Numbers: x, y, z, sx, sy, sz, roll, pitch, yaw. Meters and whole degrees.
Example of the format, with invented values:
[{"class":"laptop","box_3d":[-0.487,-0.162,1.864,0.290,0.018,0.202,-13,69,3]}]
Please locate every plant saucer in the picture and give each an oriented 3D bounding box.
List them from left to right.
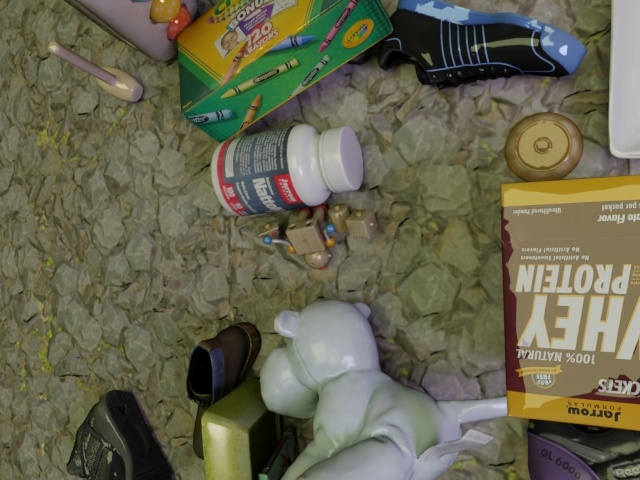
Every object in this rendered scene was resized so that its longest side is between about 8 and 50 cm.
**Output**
[{"class":"plant saucer","box_3d":[-0.086,0.285,0.620,0.045,0.188,0.188,-6,86,10]},{"class":"plant saucer","box_3d":[0.254,-0.107,0.559,0.083,0.015,0.083,0,89,24]}]

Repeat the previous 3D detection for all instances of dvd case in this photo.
[{"class":"dvd case","box_3d":[-0.048,0.308,0.626,0.013,0.119,0.087,-8,93,12]}]

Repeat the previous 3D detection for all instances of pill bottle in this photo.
[{"class":"pill bottle","box_3d":[-0.042,-0.094,0.643,0.180,0.108,0.108,-7,86,25]}]

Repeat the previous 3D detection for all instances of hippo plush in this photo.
[{"class":"hippo plush","box_3d":[0.011,0.184,0.544,0.236,0.234,0.294,55,128,27]}]

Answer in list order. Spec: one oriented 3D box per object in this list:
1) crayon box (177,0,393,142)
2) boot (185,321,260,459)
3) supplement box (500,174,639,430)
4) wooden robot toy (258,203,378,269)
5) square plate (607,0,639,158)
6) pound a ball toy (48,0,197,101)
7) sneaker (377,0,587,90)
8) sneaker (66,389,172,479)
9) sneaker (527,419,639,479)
[{"class":"crayon box","box_3d":[-0.060,-0.271,0.642,0.278,0.081,0.165,-27,55,22]},{"class":"boot","box_3d":[-0.162,0.223,0.692,0.082,0.106,0.219,19,96,24]},{"class":"supplement box","box_3d":[0.247,0.048,0.462,0.129,0.191,0.194,-2,89,24]},{"class":"wooden robot toy","box_3d":[0.000,0.000,0.660,0.173,0.076,0.079,-9,120,24]},{"class":"square plate","box_3d":[0.460,-0.256,0.450,0.344,0.049,0.347,0,89,25]},{"class":"pound a ball toy","box_3d":[-0.269,-0.305,0.674,0.136,0.319,0.208,28,95,-4]},{"class":"sneaker","box_3d":[0.174,-0.214,0.568,0.232,0.081,0.090,29,104,29]},{"class":"sneaker","box_3d":[-0.320,0.368,0.775,0.130,0.087,0.227,-42,70,20]},{"class":"sneaker","box_3d":[0.345,0.214,0.461,0.283,0.107,0.124,-7,80,27]}]
